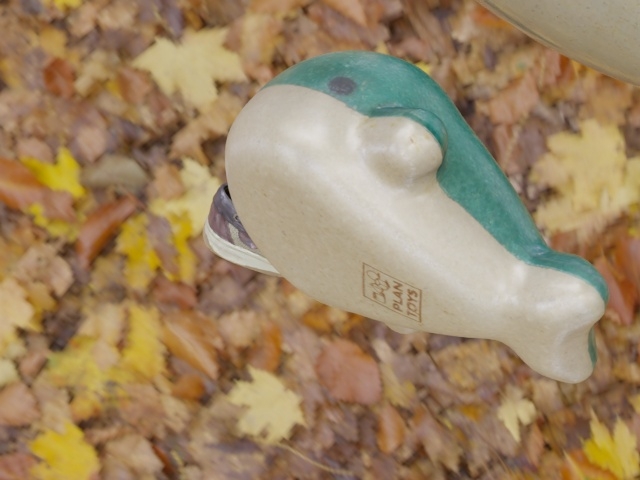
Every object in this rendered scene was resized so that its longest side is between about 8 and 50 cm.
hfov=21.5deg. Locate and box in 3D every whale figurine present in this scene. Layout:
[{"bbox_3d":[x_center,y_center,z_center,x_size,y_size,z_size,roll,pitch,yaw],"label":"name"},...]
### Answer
[{"bbox_3d":[0.072,-0.021,1.065,0.272,0.216,0.141,29,61,22],"label":"whale figurine"}]

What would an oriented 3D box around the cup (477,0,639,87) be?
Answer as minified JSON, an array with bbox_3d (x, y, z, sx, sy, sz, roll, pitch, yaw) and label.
[{"bbox_3d":[0.264,-0.254,1.303,0.331,0.331,0.237,-36,74,0],"label":"cup"}]

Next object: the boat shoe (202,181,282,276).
[{"bbox_3d":[0.000,0.000,2.017,0.285,0.092,0.102,17,52,4],"label":"boat shoe"}]
